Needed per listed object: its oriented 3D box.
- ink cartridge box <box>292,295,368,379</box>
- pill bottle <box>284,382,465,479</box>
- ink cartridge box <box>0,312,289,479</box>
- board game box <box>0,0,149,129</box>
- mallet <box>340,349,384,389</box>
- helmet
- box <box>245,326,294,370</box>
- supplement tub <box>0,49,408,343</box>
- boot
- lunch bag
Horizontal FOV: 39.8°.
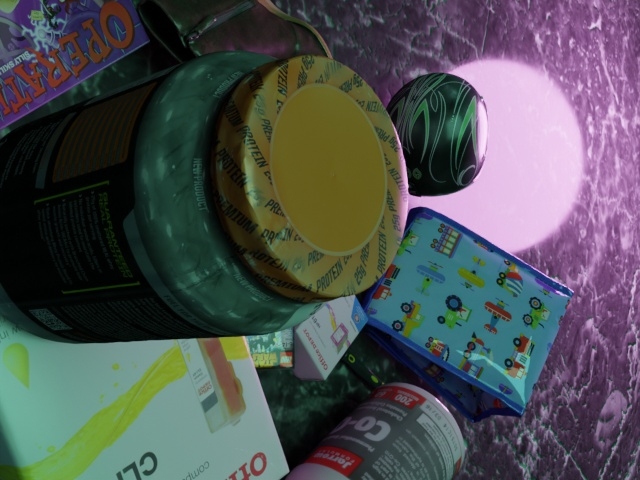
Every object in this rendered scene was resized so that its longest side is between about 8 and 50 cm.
[{"bbox_3d":[0.000,0.114,1.180,0.122,0.052,0.089,-50,122,-37],"label":"ink cartridge box"},{"bbox_3d":[0.052,0.321,1.135,0.283,0.161,0.161,-35,112,-44],"label":"pill bottle"},{"bbox_3d":[-0.219,0.126,0.857,0.279,0.160,0.385,-30,108,-46],"label":"ink cartridge box"},{"bbox_3d":[-0.322,-0.218,0.835,0.347,0.056,0.208,-49,127,-46],"label":"board game box"},{"bbox_3d":[0.086,0.222,1.282,0.189,0.039,0.062,37,62,-34],"label":"mallet"},{"bbox_3d":[0.169,-0.164,1.313,0.169,0.169,0.162,-40,132,-42],"label":"helmet"},{"bbox_3d":[-0.095,0.111,1.071,0.137,0.027,0.094,3,84,-33],"label":"box"},{"bbox_3d":[-0.105,-0.023,0.647,0.193,0.315,0.194,8,79,-46],"label":"supplement tub"},{"bbox_3d":[-0.093,-0.224,1.065,0.248,0.090,0.207,50,39,-16],"label":"boot"},{"bbox_3d":[0.197,0.097,1.320,0.293,0.138,0.221,36,63,-11],"label":"lunch bag"}]
